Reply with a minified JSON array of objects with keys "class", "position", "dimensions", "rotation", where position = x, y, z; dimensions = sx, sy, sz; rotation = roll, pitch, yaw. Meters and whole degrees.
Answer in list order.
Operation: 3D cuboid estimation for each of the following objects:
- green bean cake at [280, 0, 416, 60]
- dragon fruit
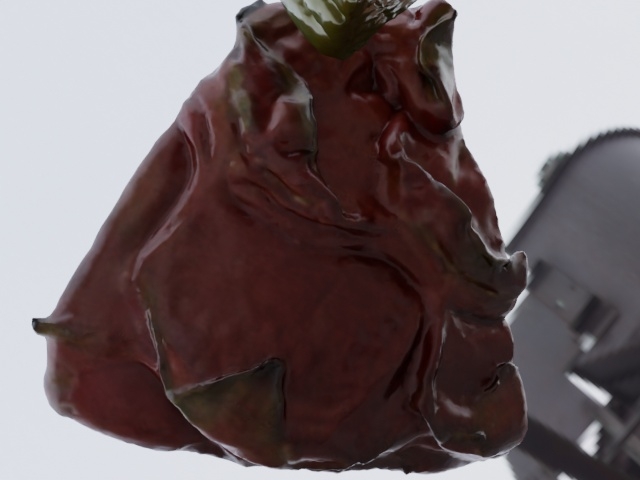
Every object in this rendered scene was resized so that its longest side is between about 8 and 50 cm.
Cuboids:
[{"class":"green bean cake","position":[0.079,-0.233,1.128],"dimensions":[0.236,0.233,0.124],"rotation":[-30,-99,-17]},{"class":"dragon fruit","position":[0.007,0.005,1.245],"dimensions":[0.286,0.228,0.329],"rotation":[-4,-60,-48]}]
